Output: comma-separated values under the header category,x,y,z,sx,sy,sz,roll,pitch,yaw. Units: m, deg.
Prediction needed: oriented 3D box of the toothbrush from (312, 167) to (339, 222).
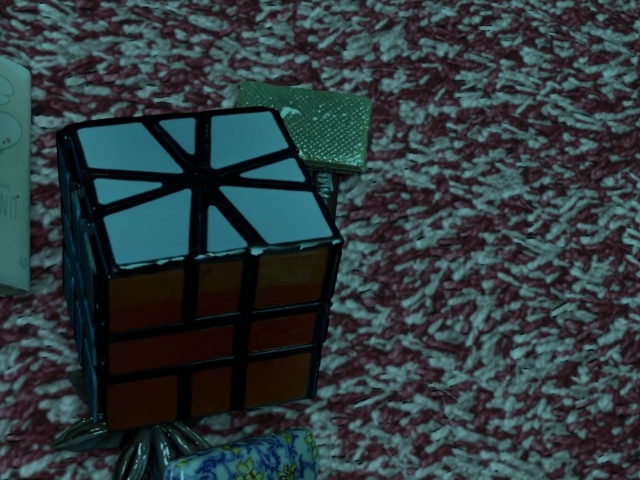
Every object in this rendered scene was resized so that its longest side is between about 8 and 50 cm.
category,x,y,z,sx,sy,sz,roll,pitch,yaw
toothbrush,0.000,0.000,1.592,0.040,0.041,0.364,10,68,-12

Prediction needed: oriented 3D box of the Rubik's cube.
category,x,y,z,sx,sy,sz,roll,pitch,yaw
Rubik's cube,-0.160,0.027,1.358,0.293,0.283,0.288,-7,44,-21

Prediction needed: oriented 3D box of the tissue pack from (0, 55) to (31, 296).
category,x,y,z,sx,sy,sz,roll,pitch,yaw
tissue pack,-0.459,-0.098,1.446,0.170,0.071,0.325,20,60,-53

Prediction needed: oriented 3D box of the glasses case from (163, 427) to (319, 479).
category,x,y,z,sx,sy,sz,roll,pitch,yaw
glasses case,-0.094,0.295,1.399,0.248,0.065,0.087,-3,83,-49

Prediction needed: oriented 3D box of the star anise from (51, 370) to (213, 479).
category,x,y,z,sx,sy,sz,roll,pitch,yaw
star anise,-0.226,0.243,1.412,0.236,0.093,0.229,29,52,-9

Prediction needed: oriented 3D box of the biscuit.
category,x,y,z,sx,sy,sz,roll,pitch,yaw
biscuit,-0.028,-0.166,1.617,0.199,0.040,0.121,7,67,4
